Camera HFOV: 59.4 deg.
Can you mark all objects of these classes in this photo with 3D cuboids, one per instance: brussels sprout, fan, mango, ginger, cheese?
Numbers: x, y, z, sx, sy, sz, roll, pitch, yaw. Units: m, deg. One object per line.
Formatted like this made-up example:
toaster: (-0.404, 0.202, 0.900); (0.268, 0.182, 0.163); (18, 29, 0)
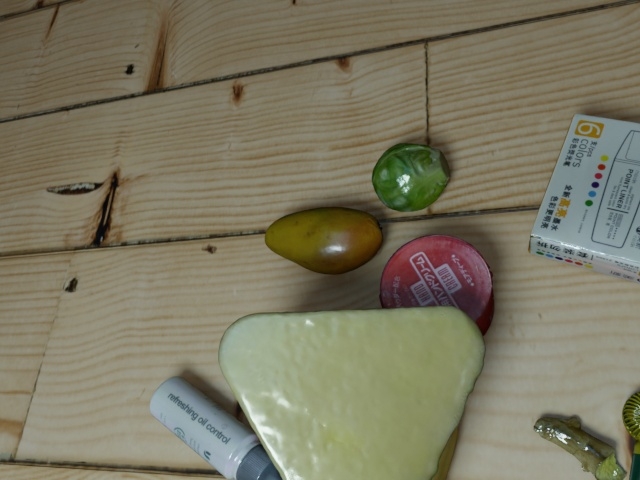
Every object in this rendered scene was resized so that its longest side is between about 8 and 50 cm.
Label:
brussels sprout: (0.177, -0.128, 1.114); (0.155, 0.117, 0.155); (-15, 57, 24)
fan: (0.486, 0.296, 0.823); (0.082, 0.039, 0.155); (11, 69, 25)
mango: (0.000, 0.000, 1.116); (0.253, 0.113, 0.139); (1, 64, 23)
ginger: (0.395, 0.310, 0.850); (0.137, 0.044, 0.057); (34, 97, 33)
cheese: (0.016, 0.219, 0.813); (0.383, 0.104, 0.384); (0, 77, -1)

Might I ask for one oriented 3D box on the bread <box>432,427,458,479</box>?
bread: (0.131, 0.349, 0.894); (0.147, 0.098, 0.217); (22, 75, 22)

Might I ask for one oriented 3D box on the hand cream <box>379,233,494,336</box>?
hand cream: (0.206, 0.097, 0.981); (0.193, 0.125, 0.193); (-9, 60, 17)

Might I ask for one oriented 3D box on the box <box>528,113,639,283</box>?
box: (0.510, -0.078, 0.977); (0.220, 0.091, 0.274); (16, 71, 26)

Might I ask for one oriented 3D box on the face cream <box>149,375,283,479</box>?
face cream: (-0.177, 0.360, 1.012); (0.311, 0.092, 0.092); (27, 76, 29)
